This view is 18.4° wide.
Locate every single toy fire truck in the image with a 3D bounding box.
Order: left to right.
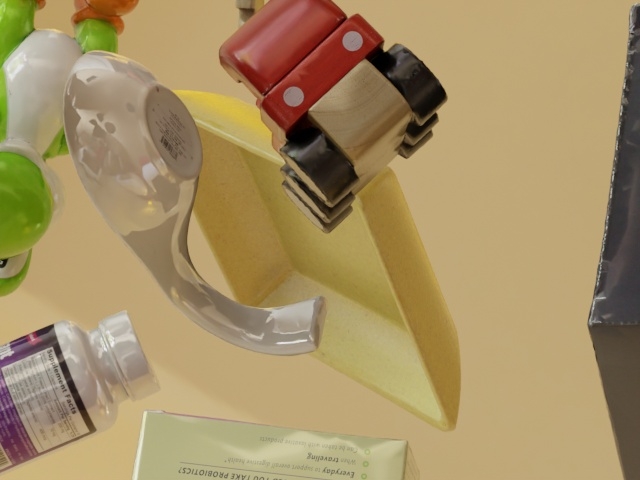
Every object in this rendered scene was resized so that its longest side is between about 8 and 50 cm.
[{"bbox_3d":[-0.021,-0.155,1.483,0.246,0.158,0.217,46,174,5],"label":"toy fire truck"}]

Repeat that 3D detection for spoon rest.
[{"bbox_3d":[-0.101,-0.017,1.408,0.276,0.084,0.137,52,-150,-29],"label":"spoon rest"}]

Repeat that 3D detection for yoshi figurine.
[{"bbox_3d":[-0.302,-0.122,2.045,0.203,0.362,0.203,9,171,32],"label":"yoshi figurine"}]

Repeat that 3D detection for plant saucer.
[{"bbox_3d":[0.000,0.000,1.937,0.333,0.081,0.333,27,150,42],"label":"plant saucer"}]

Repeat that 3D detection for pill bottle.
[{"bbox_3d":[-0.245,0.135,1.747,0.108,0.193,0.108,157,90,-86],"label":"pill bottle"}]

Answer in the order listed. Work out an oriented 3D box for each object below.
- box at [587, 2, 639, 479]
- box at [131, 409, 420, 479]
[{"bbox_3d":[0.327,0.045,1.487,0.343,0.179,0.312,69,-152,-47],"label":"box"},{"bbox_3d":[-0.045,0.272,1.537,0.213,0.243,0.117,5,161,9],"label":"box"}]
